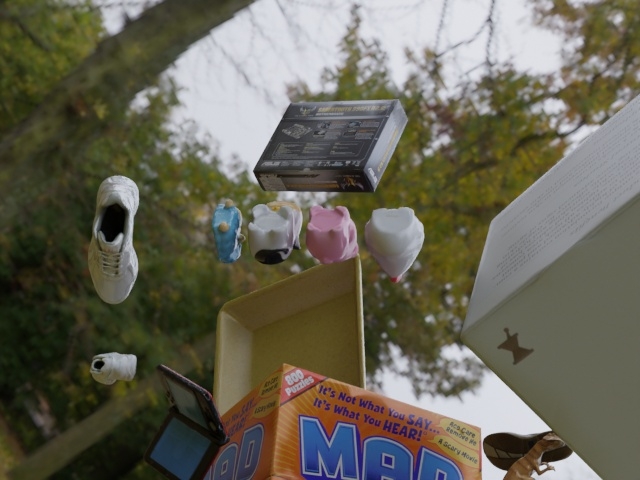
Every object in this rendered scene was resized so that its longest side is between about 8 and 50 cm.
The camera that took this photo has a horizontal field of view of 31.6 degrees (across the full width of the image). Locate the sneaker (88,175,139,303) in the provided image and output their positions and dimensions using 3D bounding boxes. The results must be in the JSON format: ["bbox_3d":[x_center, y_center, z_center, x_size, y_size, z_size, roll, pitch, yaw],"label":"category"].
[{"bbox_3d":[-0.366,0.011,1.964,0.115,0.090,0.232,-96,-172,-71],"label":"sneaker"}]

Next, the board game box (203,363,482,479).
[{"bbox_3d":[0.002,0.460,1.737,0.356,0.356,0.356,-45,-148,48],"label":"board game box"}]

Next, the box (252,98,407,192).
[{"bbox_3d":[0.017,-0.168,2.008,0.231,0.183,0.056,2,-42,30],"label":"box"}]

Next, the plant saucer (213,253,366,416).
[{"bbox_3d":[-0.044,0.220,2.098,0.081,0.333,0.332,42,35,-41],"label":"plant saucer"}]

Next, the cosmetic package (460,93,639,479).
[{"bbox_3d":[0.421,0.057,1.442,0.327,0.329,0.393,45,26,-6],"label":"cosmetic package"}]

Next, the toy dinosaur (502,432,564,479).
[{"bbox_3d":[0.321,0.403,1.876,0.112,0.211,0.064,51,-10,-30],"label":"toy dinosaur"}]

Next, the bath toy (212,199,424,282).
[{"bbox_3d":[0.000,0.000,1.869,0.151,0.348,0.129,-70,159,-50],"label":"bath toy"}]

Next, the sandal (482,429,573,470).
[{"bbox_3d":[0.378,0.374,2.038,0.180,0.049,0.072,-14,-99,32],"label":"sandal"}]

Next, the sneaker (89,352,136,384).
[{"bbox_3d":[-0.357,0.208,1.882,0.152,0.061,0.053,-20,-117,59],"label":"sneaker"}]

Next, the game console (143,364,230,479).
[{"bbox_3d":[-0.200,0.257,1.561,0.144,0.085,0.124,18,-46,50],"label":"game console"}]
